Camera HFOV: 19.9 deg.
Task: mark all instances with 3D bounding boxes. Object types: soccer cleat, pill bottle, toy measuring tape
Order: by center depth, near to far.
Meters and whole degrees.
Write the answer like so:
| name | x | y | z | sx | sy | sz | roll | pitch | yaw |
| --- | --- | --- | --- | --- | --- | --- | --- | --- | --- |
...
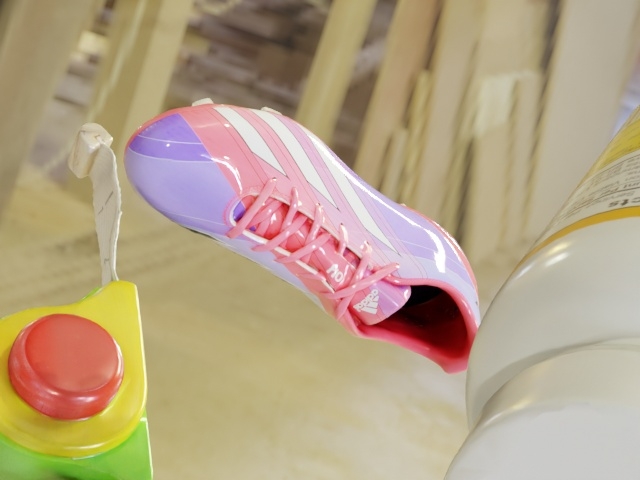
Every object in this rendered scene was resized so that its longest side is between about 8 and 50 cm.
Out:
| name | x | y | z | sx | sy | sz | roll | pitch | yaw |
| --- | --- | --- | --- | --- | --- | --- | --- | --- | --- |
| pill bottle | 0.109 | 0.031 | 0.503 | 0.117 | 0.117 | 0.208 | 23 | 33 | 15 |
| soccer cleat | 0.000 | 0.000 | 1.011 | 0.248 | 0.083 | 0.095 | 28 | 26 | -39 |
| toy measuring tape | -0.176 | 0.051 | 1.156 | 0.121 | 0.121 | 0.330 | 11 | 47 | -26 |
